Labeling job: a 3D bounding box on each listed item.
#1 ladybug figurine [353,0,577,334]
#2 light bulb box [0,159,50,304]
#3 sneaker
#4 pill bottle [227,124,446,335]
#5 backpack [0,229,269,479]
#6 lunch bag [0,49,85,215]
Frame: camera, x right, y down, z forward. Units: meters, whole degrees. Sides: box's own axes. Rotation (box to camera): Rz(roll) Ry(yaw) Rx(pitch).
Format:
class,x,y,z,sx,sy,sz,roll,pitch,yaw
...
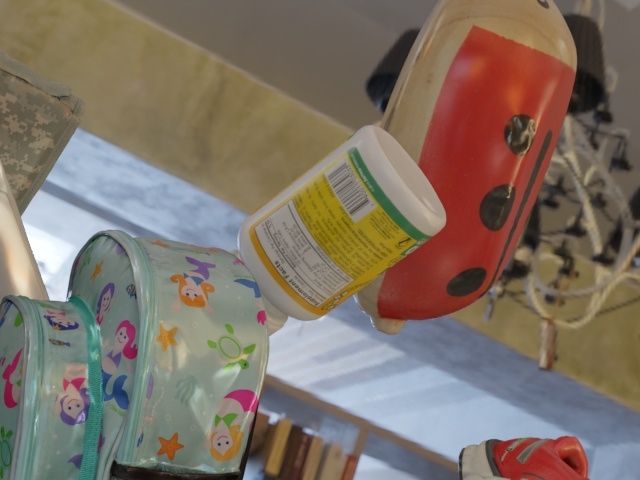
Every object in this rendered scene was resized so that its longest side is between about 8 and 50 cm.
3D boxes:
class,x,y,z,sx,sy,sz,roll,pitch,yaw
ladybug figurine,0.171,-0.095,1.197,0.162,0.449,0.305,22,8,20
light bulb box,-0.470,0.066,0.827,0.361,0.358,0.225,12,-55,37
sneaker,0.158,0.200,0.687,0.118,0.279,0.107,-14,-74,8
pill bottle,0.000,0.000,0.942,0.208,0.117,0.117,-37,-49,16
backpack,-0.138,0.119,0.726,0.191,0.253,0.225,16,6,-25
lunch bag,-0.463,-0.136,1.312,0.235,0.169,0.287,29,-60,-27
